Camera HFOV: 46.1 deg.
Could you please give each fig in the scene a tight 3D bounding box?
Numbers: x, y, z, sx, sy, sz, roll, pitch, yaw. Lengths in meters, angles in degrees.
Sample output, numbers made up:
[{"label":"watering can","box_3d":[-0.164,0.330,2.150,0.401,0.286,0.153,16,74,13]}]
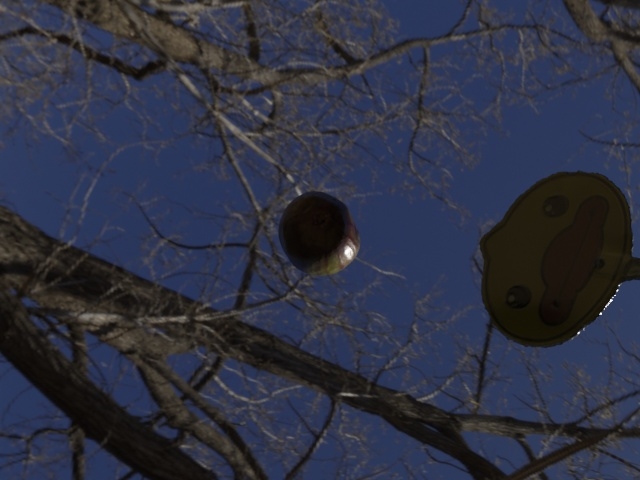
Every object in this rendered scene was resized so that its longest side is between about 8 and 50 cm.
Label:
[{"label":"fig","box_3d":[0.000,0.000,0.971,0.103,0.154,0.109,0,-112,4]}]

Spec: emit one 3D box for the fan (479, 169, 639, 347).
[{"label":"fan","box_3d":[0.303,0.025,0.881,0.335,0.011,0.229,15,-99,59]}]
